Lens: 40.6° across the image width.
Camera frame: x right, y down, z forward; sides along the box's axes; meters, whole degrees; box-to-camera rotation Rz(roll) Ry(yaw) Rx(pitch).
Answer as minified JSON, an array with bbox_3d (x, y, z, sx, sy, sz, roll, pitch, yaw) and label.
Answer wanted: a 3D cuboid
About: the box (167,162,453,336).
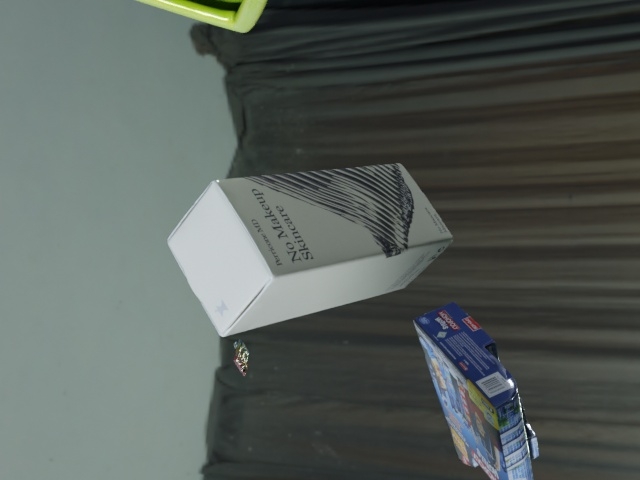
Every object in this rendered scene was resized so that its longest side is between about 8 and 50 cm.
[{"bbox_3d":[0.000,0.000,0.835,0.275,0.094,0.113,-12,62,-49],"label":"box"}]

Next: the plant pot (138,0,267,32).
[{"bbox_3d":[-0.122,-0.304,0.638,0.228,0.227,0.207,177,-72,-80],"label":"plant pot"}]

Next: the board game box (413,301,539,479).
[{"bbox_3d":[0.190,0.201,0.993,0.194,0.060,0.194,-129,-160,-59],"label":"board game box"}]

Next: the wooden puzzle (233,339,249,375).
[{"bbox_3d":[-0.161,0.236,1.765,0.083,0.006,0.049,66,29,-47],"label":"wooden puzzle"}]
